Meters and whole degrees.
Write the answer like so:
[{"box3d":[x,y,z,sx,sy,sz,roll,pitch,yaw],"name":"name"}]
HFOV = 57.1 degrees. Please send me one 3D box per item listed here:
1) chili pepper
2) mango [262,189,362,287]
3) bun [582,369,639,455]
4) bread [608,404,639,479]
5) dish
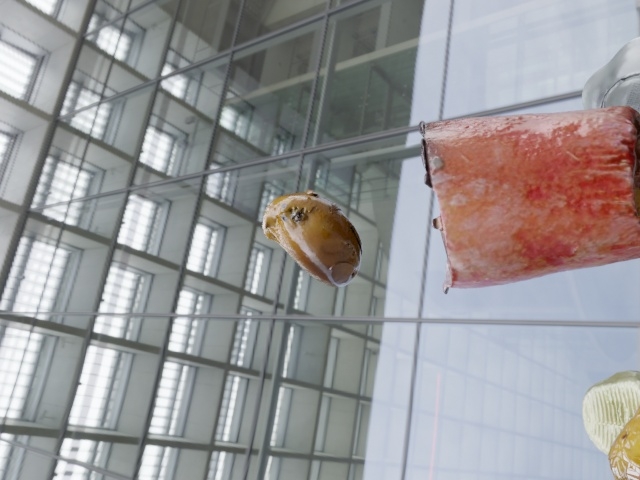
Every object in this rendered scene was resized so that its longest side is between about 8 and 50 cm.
[{"box3d":[0.289,-0.069,0.773,0.251,0.305,0.229,-60,-45,-55],"name":"chili pepper"},{"box3d":[0.000,0.000,0.534,0.063,0.077,0.127,-54,-43,-12],"name":"mango"},{"box3d":[0.377,0.211,0.704,0.069,0.115,0.115,7,-100,-30],"name":"bun"},{"box3d":[0.269,0.121,0.210,0.149,0.344,0.195,36,-90,-4],"name":"bread"},{"box3d":[0.529,-0.218,0.962,0.081,0.229,0.229,-17,-80,-46],"name":"dish"}]
